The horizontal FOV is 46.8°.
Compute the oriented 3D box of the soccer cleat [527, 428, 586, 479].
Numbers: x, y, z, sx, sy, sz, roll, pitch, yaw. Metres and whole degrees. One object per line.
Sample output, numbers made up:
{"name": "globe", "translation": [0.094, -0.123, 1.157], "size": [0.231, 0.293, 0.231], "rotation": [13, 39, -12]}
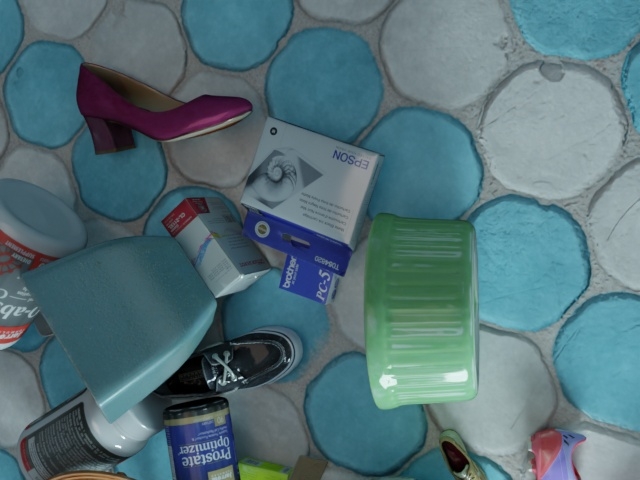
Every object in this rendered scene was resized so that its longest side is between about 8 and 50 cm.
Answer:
{"name": "soccer cleat", "translation": [0.384, 0.426, 1.185], "size": [0.095, 0.083, 0.248], "rotation": [-4, 89, 16]}

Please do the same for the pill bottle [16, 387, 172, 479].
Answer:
{"name": "pill bottle", "translation": [-0.436, 0.369, 1.444], "size": [0.283, 0.161, 0.161], "rotation": [-32, 82, 19]}

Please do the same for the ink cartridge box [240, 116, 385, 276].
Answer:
{"name": "ink cartridge box", "translation": [-0.026, -0.076, 1.274], "size": [0.223, 0.045, 0.224], "rotation": [21, 101, 20]}

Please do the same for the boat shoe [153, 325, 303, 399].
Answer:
{"name": "boat shoe", "translation": [-0.179, 0.234, 1.369], "size": [0.301, 0.102, 0.108], "rotation": [-15, 88, 21]}

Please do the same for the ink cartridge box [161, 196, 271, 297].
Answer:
{"name": "ink cartridge box", "translation": [-0.187, 0.010, 1.344], "size": [0.072, 0.127, 0.175], "rotation": [-40, 79, 18]}

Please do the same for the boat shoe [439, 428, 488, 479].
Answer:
{"name": "boat shoe", "translation": [0.240, 0.388, 1.251], "size": [0.050, 0.045, 0.135], "rotation": [-37, 81, 19]}

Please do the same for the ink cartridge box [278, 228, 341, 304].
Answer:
{"name": "ink cartridge box", "translation": [0.000, 0.000, 1.317], "size": [0.097, 0.046, 0.207], "rotation": [18, 100, 20]}

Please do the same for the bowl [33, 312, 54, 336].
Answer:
{"name": "bowl", "translation": [-0.534, 0.113, 1.522], "size": [0.142, 0.053, 0.142], "rotation": [-25, 85, 21]}

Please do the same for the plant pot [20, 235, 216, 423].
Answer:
{"name": "plant pot", "translation": [-0.321, 0.131, 1.270], "size": [0.252, 0.248, 0.247], "rotation": [-31, 79, -20]}

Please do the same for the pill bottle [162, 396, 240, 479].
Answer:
{"name": "pill bottle", "translation": [-0.212, 0.405, 1.352], "size": [0.123, 0.123, 0.219], "rotation": [-12, 85, 21]}

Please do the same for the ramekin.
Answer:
{"name": "ramekin", "translation": [0.165, 0.107, 1.135], "size": [0.148, 0.303, 0.303], "rotation": [-1, 93, 14]}

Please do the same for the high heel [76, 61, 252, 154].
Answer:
{"name": "high heel", "translation": [-0.302, -0.270, 1.365], "size": [0.377, 0.127, 0.181], "rotation": [-7, 102, 24]}

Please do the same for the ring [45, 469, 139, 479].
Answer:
{"name": "ring", "translation": [-0.393, 0.547, 1.431], "size": [0.336, 0.032, 0.336], "rotation": [4, 125, 6]}

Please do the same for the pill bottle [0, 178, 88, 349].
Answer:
{"name": "pill bottle", "translation": [-0.626, 0.079, 1.415], "size": [0.210, 0.210, 0.363], "rotation": [43, 106, 13]}

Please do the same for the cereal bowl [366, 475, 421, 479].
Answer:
{"name": "cereal bowl", "translation": [0.143, 0.557, 1.248], "size": [0.339, 0.141, 0.339], "rotation": [1, 93, 20]}

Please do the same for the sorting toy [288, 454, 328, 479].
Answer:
{"name": "sorting toy", "translation": [-0.028, 0.434, 1.358], "size": [0.062, 0.012, 0.083], "rotation": [18, 103, -21]}

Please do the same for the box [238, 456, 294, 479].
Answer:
{"name": "box", "translation": [-0.110, 0.509, 1.393], "size": [0.109, 0.042, 0.178], "rotation": [7, 95, 20]}
